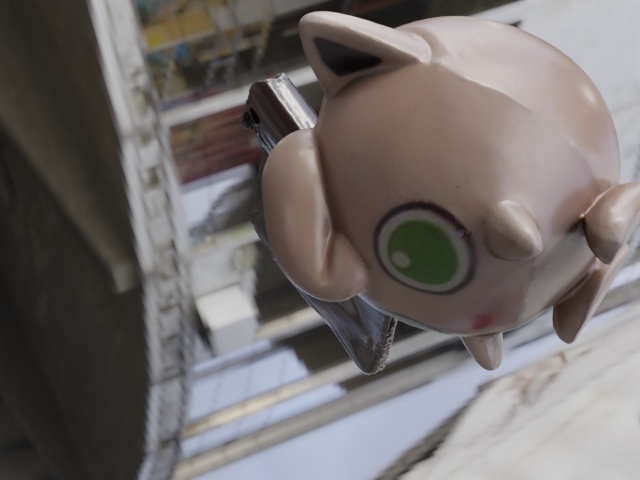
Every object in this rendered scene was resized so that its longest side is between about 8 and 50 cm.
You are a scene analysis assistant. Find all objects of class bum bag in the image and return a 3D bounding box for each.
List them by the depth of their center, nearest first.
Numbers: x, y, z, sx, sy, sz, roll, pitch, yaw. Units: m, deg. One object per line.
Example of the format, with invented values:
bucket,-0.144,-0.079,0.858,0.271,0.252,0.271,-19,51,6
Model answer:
bum bag,0.000,0.000,0.724,0.109,0.026,0.159,51,-18,17

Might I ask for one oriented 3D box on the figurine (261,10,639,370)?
figurine,0.049,-0.020,0.582,0.138,0.125,0.125,26,-33,8
